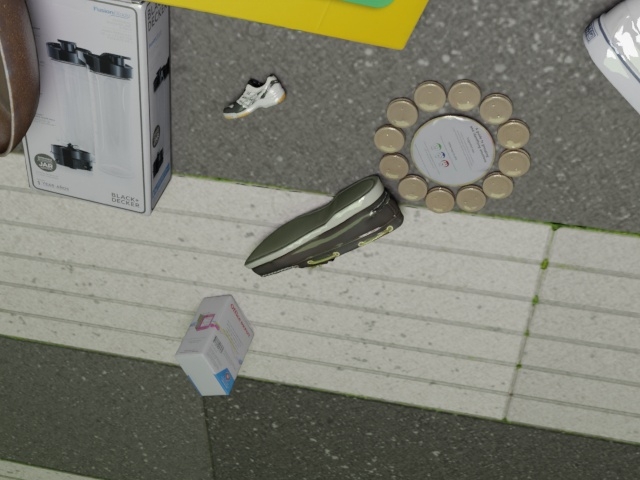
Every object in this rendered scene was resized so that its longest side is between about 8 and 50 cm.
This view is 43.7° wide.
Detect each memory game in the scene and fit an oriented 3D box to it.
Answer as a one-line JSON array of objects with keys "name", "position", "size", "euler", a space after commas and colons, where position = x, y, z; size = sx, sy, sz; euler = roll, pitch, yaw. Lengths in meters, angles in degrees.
[{"name": "memory game", "position": [0.154, -0.107, 0.940], "size": [0.186, 0.012, 0.186], "euler": [8, 130, 9]}]

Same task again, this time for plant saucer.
[{"name": "plant saucer", "position": [-0.368, -0.243, 0.845], "size": [0.310, 0.050, 0.311], "euler": [35, 136, 42]}]

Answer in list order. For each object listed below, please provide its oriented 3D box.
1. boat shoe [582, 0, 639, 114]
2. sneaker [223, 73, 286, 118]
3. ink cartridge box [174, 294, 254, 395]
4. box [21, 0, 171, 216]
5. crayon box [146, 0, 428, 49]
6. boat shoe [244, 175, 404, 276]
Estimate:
[{"name": "boat shoe", "position": [0.376, -0.141, 0.795], "size": [0.258, 0.095, 0.084], "euler": [37, 133, -18]}, {"name": "sneaker", "position": [-0.082, -0.171, 0.943], "size": [0.083, 0.032, 0.037], "euler": [-18, 110, 22]}, {"name": "ink cartridge box", "position": [-0.153, 0.153, 1.174], "size": [0.052, 0.122, 0.089], "euler": [-8, 127, 26]}, {"name": "box", "position": [-0.266, -0.180, 0.942], "size": [0.169, 0.087, 0.290], "euler": [12, 132, 6]}, {"name": "crayon box", "position": [-0.002, -0.349, 0.630], "size": [0.313, 0.106, 0.363], "euler": [3, 138, -27]}, {"name": "boat shoe", "position": [0.000, 0.000, 1.027], "size": [0.227, 0.081, 0.069], "euler": [-28, 114, 30]}]
